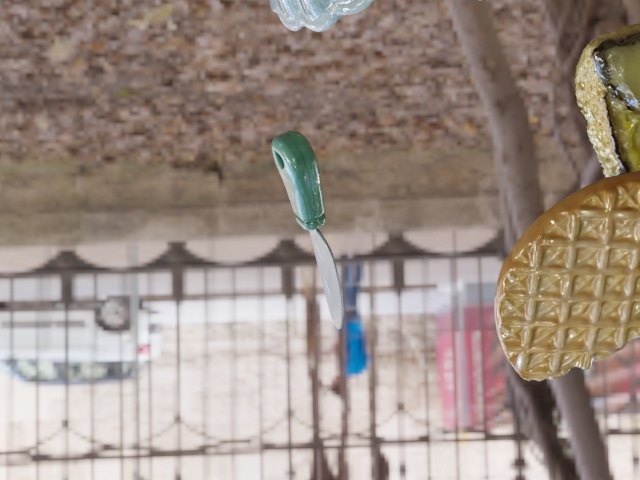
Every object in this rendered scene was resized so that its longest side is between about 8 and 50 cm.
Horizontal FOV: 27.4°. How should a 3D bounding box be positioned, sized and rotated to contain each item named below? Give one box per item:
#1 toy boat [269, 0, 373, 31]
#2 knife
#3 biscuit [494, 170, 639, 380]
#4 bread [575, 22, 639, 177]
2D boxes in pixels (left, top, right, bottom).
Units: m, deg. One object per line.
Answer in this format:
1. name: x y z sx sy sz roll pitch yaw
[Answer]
1. toy boat: 0.037 -0.313 1.159 0.290 0.199 0.100 -33 135 26
2. knife: 0.001 0.000 1.370 0.035 0.260 0.063 -28 -145 -16
3. biscuit: 0.319 0.028 1.401 0.309 0.204 0.040 -27 -151 12
4. bread: 0.477 -0.217 1.876 0.204 0.262 0.162 -15 -144 -1
